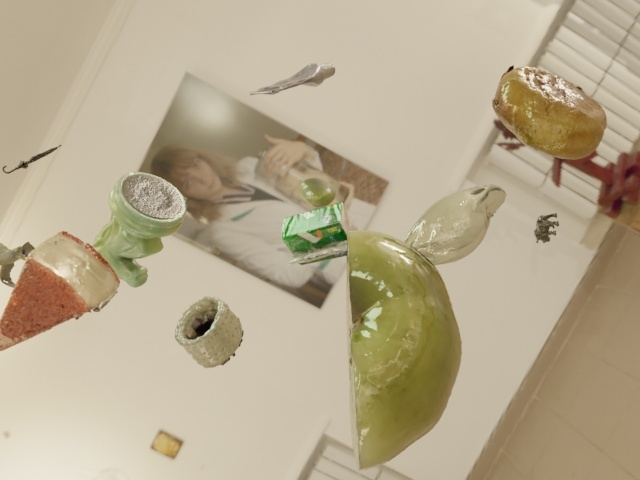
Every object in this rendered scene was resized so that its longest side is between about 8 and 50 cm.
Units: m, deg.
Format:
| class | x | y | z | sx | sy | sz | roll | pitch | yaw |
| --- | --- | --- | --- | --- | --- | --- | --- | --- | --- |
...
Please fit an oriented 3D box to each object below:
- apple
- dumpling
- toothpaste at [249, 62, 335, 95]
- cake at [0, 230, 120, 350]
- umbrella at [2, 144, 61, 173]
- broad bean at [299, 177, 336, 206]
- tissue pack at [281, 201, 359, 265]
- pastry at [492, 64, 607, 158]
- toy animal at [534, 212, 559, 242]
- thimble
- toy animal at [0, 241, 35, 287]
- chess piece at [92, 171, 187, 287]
| class | x | y | z | sx | sy | sz | roll | pitch | yaw |
| --- | --- | --- | --- | --- | --- | --- | --- | --- | --- |
| apple | 0.089 | 0.182 | 0.940 | 0.320 | 0.311 | 0.360 | -43 | -24 | -19 |
| dumpling | 0.366 | -0.012 | 1.594 | 0.341 | 0.181 | 0.260 | -56 | -19 | -16 |
| toothpaste | -0.063 | -0.455 | 1.582 | 0.282 | 0.068 | 0.099 | -33 | 1 | -36 |
| cake | -0.560 | 0.100 | 1.086 | 0.262 | 0.160 | 0.158 | -24 | 15 | 8 |
| umbrella | -0.644 | -0.182 | 1.252 | 0.022 | 0.022 | 0.149 | -22 | 12 | 46 |
| broad bean | -0.011 | -0.172 | 2.023 | 0.174 | 0.124 | 0.082 | 45 | 147 | 50 |
| tissue pack | 0.000 | 0.002 | 1.746 | 0.209 | 0.148 | 0.156 | -14 | 47 | 20 |
| pastry | 0.673 | -0.382 | 1.645 | 0.164 | 0.356 | 0.356 | -61 | 6 | 38 |
| toy animal | 0.704 | -0.033 | 1.743 | 0.136 | 0.065 | 0.047 | 67 | -162 | -55 |
| thimble | -0.210 | 0.174 | 1.056 | 0.115 | 0.090 | 0.102 | -44 | 44 | -17 |
| toy animal | -0.833 | 0.038 | 1.474 | 0.095 | 0.219 | 0.155 | -17 | 11 | -5 |
| chess piece | -0.449 | -0.005 | 1.318 | 0.298 | 0.175 | 0.176 | -50 | 12 | 34 |
